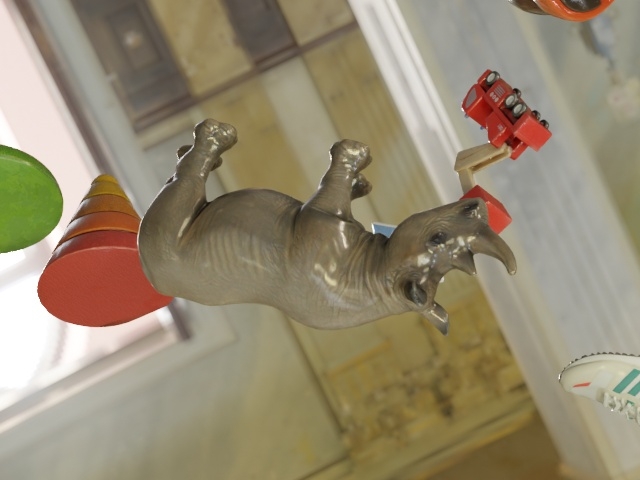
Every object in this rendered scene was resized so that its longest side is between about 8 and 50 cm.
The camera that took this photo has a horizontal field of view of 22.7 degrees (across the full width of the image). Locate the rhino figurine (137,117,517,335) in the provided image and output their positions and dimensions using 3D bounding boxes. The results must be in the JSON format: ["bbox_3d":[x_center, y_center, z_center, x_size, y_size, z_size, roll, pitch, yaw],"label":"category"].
[{"bbox_3d":[0.000,0.000,0.926,0.243,0.073,0.106,10,-114,25],"label":"rhino figurine"}]

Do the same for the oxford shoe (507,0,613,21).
[{"bbox_3d":[0.229,-0.287,1.228,0.271,0.097,0.098,-50,-152,-11],"label":"oxford shoe"}]

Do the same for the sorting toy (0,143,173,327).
[{"bbox_3d":[-0.259,-0.061,1.313,0.127,0.365,0.126,-27,-131,24],"label":"sorting toy"}]

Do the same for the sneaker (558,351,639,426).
[{"bbox_3d":[0.316,0.158,1.583,0.161,0.075,0.057,3,151,10],"label":"sneaker"}]

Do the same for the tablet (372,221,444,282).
[{"bbox_3d":[0.085,0.011,1.555,0.006,0.054,0.083,-29,-153,-35],"label":"tablet"}]

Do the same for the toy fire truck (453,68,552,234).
[{"bbox_3d":[0.199,-0.107,1.862,0.135,0.047,0.192,-48,-147,13],"label":"toy fire truck"}]
